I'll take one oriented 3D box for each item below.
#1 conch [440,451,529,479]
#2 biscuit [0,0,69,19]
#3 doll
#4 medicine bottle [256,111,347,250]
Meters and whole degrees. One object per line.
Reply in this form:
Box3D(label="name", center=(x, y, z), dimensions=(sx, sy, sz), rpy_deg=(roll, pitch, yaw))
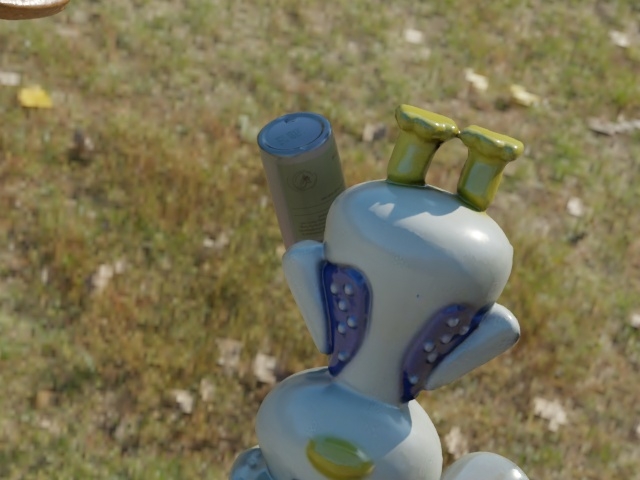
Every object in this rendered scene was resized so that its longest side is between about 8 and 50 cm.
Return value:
Box3D(label="conch", center=(0.119, 0.228, 1.225), dimensions=(0.104, 0.094, 0.176), rpy_deg=(29, 20, 24))
Box3D(label="biscuit", center=(-0.383, -0.330, 1.791), dimensions=(0.192, 0.036, 0.186), rpy_deg=(49, 33, 19))
Box3D(label="doll", center=(0.031, 0.070, 0.867), dimensions=(0.138, 0.293, 0.119), rpy_deg=(19, 18, -3))
Box3D(label="medicine bottle", center=(0.000, 0.000, 1.158), dimensions=(0.057, 0.199, 0.058), rpy_deg=(-9, 36, 6))
